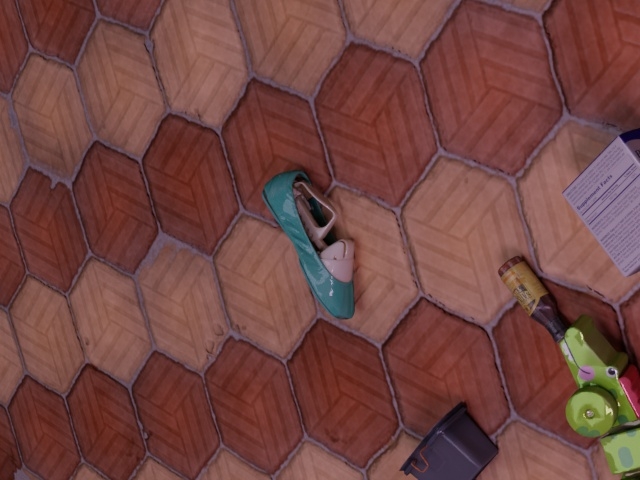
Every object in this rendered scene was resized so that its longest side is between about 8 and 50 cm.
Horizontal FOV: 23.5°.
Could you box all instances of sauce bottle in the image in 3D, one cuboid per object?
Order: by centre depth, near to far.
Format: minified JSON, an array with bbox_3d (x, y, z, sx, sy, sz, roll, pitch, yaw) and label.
[{"bbox_3d":[0.290,0.080,2.071,0.128,0.042,0.042,53,135,20],"label":"sauce bottle"}]

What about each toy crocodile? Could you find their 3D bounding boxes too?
[{"bbox_3d":[0.400,0.255,1.970,0.105,0.115,0.341,-23,89,28],"label":"toy crocodile"}]

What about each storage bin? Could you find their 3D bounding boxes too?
[{"bbox_3d":[0.188,0.318,2.236,0.091,0.098,0.135,43,132,14],"label":"storage bin"}]

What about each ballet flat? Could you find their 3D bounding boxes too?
[{"bbox_3d":[0.000,0.000,2.324,0.087,0.083,0.247,-35,80,33],"label":"ballet flat"}]

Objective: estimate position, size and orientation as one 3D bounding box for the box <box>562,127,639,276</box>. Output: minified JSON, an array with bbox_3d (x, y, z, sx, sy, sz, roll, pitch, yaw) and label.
[{"bbox_3d":[0.390,-0.049,1.896,0.137,0.072,0.126,55,136,16],"label":"box"}]
